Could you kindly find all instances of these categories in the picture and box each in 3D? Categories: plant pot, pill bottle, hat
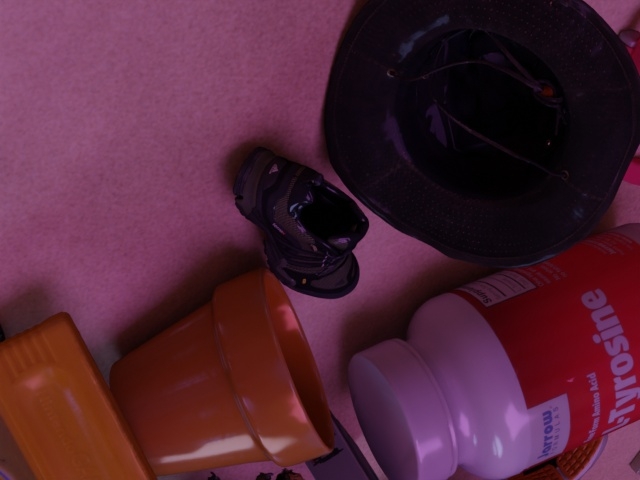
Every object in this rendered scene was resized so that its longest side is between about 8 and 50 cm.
[{"bbox_3d":[-0.108,0.154,1.330,0.188,0.205,0.205,-21,139,6],"label":"plant pot"},{"bbox_3d":[0.251,0.144,1.524,0.408,0.229,0.229,-20,136,-18],"label":"pill bottle"},{"bbox_3d":[0.165,-0.142,1.258,0.134,0.331,0.331,-60,164,-49],"label":"hat"}]

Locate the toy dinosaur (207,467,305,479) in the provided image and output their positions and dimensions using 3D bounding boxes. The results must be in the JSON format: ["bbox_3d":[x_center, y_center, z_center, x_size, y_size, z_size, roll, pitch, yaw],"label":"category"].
[{"bbox_3d":[-0.142,0.360,1.408,0.218,0.164,0.322,16,108,-34],"label":"toy dinosaur"}]

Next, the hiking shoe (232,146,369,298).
[{"bbox_3d":[0.000,0.000,1.292,0.086,0.114,0.227,-59,142,-17],"label":"hiking shoe"}]

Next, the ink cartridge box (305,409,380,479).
[{"bbox_3d":[0.059,0.321,1.493,0.065,0.311,0.186,-36,138,-2],"label":"ink cartridge box"}]

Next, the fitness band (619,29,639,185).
[{"bbox_3d":[0.420,-0.183,1.478,0.209,0.054,0.290,-18,137,-24],"label":"fitness band"}]

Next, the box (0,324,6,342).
[{"bbox_3d":[-0.346,0.120,1.252,0.083,0.018,0.067,-21,137,-17],"label":"box"}]

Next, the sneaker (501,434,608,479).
[{"bbox_3d":[0.338,0.346,1.886,0.121,0.099,0.262,7,131,-47],"label":"sneaker"}]

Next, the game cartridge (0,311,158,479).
[{"bbox_3d":[-0.326,0.261,1.231,0.324,0.052,0.285,-26,102,0],"label":"game cartridge"}]

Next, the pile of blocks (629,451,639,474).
[{"bbox_3d":[0.666,0.283,2.025,0.362,0.112,0.149,-43,139,7],"label":"pile of blocks"}]
